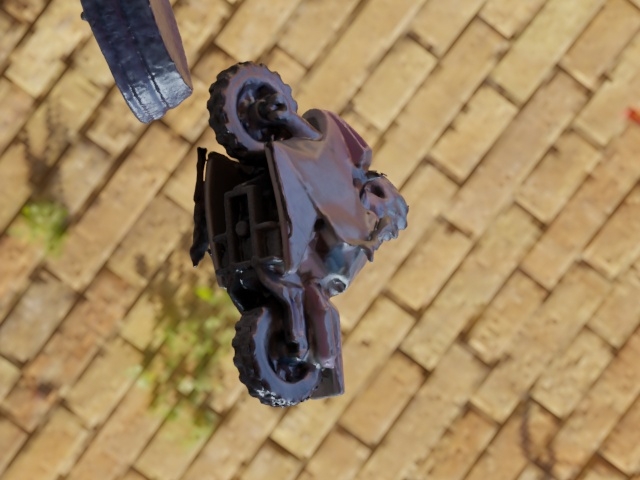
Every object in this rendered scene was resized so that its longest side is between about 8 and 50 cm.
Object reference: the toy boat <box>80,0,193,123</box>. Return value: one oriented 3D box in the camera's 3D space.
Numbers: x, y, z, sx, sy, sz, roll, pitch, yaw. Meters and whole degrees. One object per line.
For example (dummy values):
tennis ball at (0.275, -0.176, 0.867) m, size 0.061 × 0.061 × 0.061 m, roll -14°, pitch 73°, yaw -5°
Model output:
toy boat at (-0.206, -0.256, 1.721) m, size 0.078 × 0.283 × 0.127 m, roll -18°, pitch -163°, yaw 7°

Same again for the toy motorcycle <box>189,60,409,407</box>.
toy motorcycle at (0.005, -0.001, 1.219) m, size 0.108 × 0.204 × 0.239 m, roll 5°, pitch -91°, yaw 41°
